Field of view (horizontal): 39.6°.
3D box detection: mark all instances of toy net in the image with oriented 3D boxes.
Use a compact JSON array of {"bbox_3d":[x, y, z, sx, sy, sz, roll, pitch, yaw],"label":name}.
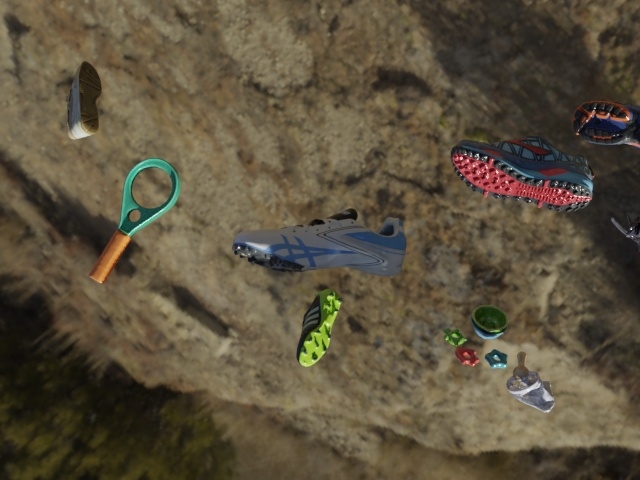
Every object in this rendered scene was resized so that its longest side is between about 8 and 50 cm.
[{"bbox_3d":[0.321,0.210,1.564,0.232,0.122,0.045,52,145,42],"label":"toy net"}]

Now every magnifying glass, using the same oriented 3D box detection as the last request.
[{"bbox_3d":[-0.316,-0.034,1.491,0.092,0.231,0.026,30,177,9],"label":"magnifying glass"}]

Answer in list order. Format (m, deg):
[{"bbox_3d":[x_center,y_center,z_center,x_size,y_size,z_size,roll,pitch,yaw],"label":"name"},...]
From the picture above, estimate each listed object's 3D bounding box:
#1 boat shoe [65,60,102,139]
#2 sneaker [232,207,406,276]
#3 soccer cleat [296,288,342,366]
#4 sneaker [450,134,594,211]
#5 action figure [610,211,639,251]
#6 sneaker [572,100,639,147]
[{"bbox_3d":[-0.360,-0.210,1.332,0.045,0.135,0.050,-22,142,24],"label":"boat shoe"},{"bbox_3d":[0.000,0.000,1.123,0.085,0.237,0.086,-5,83,63],"label":"sneaker"},{"bbox_3d":[-0.012,0.179,1.809,0.060,0.178,0.072,41,147,-27],"label":"soccer cleat"},{"bbox_3d":[0.368,-0.139,1.633,0.262,0.125,0.104,18,144,3],"label":"sneaker"},{"bbox_3d":[0.602,0.023,1.439,0.276,0.164,0.140,13,103,49],"label":"action figure"},{"bbox_3d":[0.510,-0.178,1.382,0.221,0.087,0.083,20,114,21],"label":"sneaker"}]
